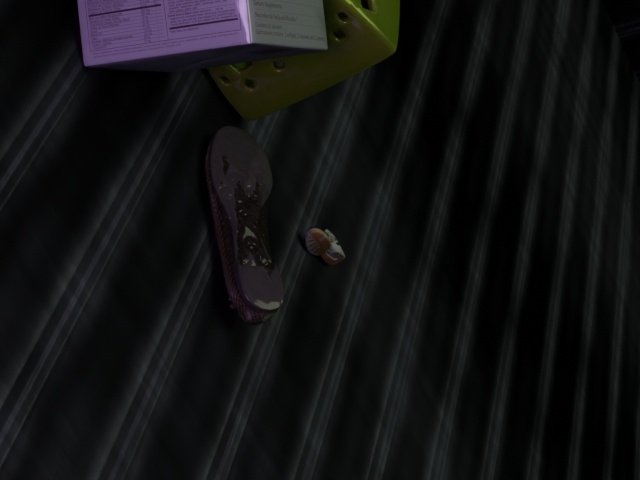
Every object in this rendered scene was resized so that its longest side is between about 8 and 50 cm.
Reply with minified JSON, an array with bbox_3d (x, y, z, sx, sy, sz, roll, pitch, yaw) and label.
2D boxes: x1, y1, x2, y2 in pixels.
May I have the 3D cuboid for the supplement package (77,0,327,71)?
[{"bbox_3d":[-0.130,-0.321,1.848,0.199,0.198,0.263,-9,93,-66],"label":"supplement package"}]

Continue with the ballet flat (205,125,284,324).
[{"bbox_3d":[-0.089,-0.016,1.972,0.084,0.058,0.250,4,58,-28],"label":"ballet flat"}]

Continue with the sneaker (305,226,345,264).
[{"bbox_3d":[0.000,0.000,2.195,0.083,0.032,0.037,46,19,-55],"label":"sneaker"}]

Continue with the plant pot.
[{"bbox_3d":[-0.053,-0.314,2.065,0.207,0.228,0.227,44,35,-39],"label":"plant pot"}]
